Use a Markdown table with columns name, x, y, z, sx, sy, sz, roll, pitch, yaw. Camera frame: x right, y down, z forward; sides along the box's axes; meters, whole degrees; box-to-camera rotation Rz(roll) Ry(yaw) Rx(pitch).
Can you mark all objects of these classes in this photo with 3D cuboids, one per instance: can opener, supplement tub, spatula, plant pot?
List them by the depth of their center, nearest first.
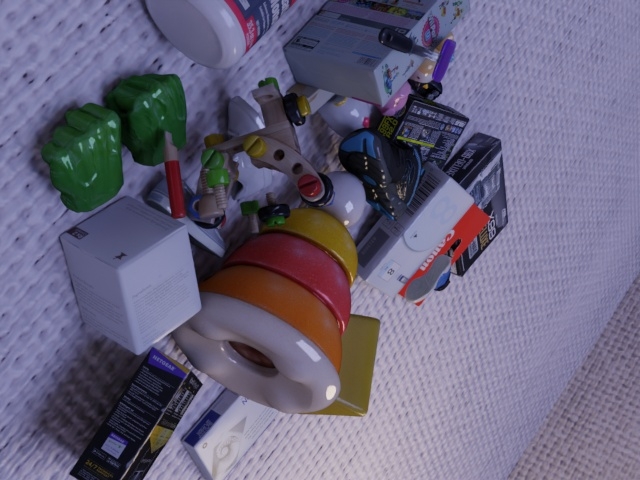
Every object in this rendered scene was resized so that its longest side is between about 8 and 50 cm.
| name | x | y | z | sx | sy | sz | roll | pitch | yaw |
| --- | --- | --- | --- | --- | --- | --- | --- | --- | --- |
| supplement tub | -0.130 | -0.423 | 1.532 | 0.272 | 0.191 | 0.191 | -51 | 143 | -22 |
| spatula | 0.178 | -0.343 | 1.746 | 0.296 | 0.030 | 0.084 | 3 | 110 | -56 |
| plant pot | -0.025 | 0.246 | 2.041 | 0.187 | 0.212 | 0.212 | 25 | 67 | -41 |
| can opener | 0.220 | -0.368 | 2.183 | 0.059 | 0.073 | 0.186 | -34 | 150 | 22 |

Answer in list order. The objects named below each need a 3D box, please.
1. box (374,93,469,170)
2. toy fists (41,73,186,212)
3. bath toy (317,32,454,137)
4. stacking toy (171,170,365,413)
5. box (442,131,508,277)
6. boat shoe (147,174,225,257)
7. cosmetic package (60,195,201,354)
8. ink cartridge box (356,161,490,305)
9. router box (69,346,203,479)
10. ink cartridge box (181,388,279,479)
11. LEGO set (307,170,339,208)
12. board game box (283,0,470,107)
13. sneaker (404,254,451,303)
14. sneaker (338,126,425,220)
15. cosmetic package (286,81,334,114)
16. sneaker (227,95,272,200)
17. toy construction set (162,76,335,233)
| name | x | y | z | sx | sy | sz | roll | pitch | yaw |
| --- | --- | --- | --- | --- | --- | --- | --- | --- | --- |
| box | 0.209 | -0.217 | 2.202 | 0.270 | 0.060 | 0.216 | 4 | 119 | -54 |
| toy fists | -0.317 | -0.170 | 1.512 | 0.279 | 0.096 | 0.142 | -40 | 151 | -36 |
| bath toy | 0.139 | -0.325 | 1.996 | 0.348 | 0.151 | 0.129 | -45 | 130 | -26 |
| stacking toy | -0.043 | 0.059 | 1.871 | 0.480 | 0.350 | 0.351 | -61 | 148 | -30 |
| box | 0.395 | -0.092 | 2.552 | 0.242 | 0.076 | 0.308 | -44 | 140 | -28 |
| boat shoe | -0.222 | -0.044 | 1.728 | 0.081 | 0.079 | 0.227 | -59 | 146 | -14 |
| cosmetic package | -0.311 | 0.056 | 1.600 | 0.151 | 0.151 | 0.184 | -36 | 137 | -37 |
| ink cartridge box | 0.269 | 0.015 | 2.346 | 0.308 | 0.091 | 0.385 | -51 | 142 | 5 |
| router box | -0.313 | 0.324 | 1.697 | 0.243 | 0.081 | 0.309 | -58 | 176 | -13 |
| ink cartridge box | -0.181 | 0.417 | 2.089 | 0.223 | 0.045 | 0.224 | -49 | 143 | -26 |
| LEGO set | 0.000 | 0.000 | 2.047 | 0.107 | 0.132 | 0.287 | 58 | 34 | -72 |
| board game box | 0.111 | -0.407 | 1.844 | 0.303 | 0.224 | 0.098 | -50 | 142 | -22 |
| sneaker | 0.266 | 0.110 | 2.355 | 0.152 | 0.058 | 0.085 | -48 | 151 | -19 |
| sneaker | 0.133 | -0.166 | 1.995 | 0.140 | 0.125 | 0.341 | -52 | 159 | -7 |
| cosmetic package | -0.007 | -0.300 | 1.893 | 0.115 | 0.060 | 0.041 | -46 | 140 | -30 |
| sneaker | -0.147 | -0.161 | 1.774 | 0.094 | 0.080 | 0.212 | -33 | 136 | -24 |
| toy construction set | -0.139 | -0.153 | 1.616 | 0.308 | 0.257 | 0.237 | 0 | 78 | -53 |
